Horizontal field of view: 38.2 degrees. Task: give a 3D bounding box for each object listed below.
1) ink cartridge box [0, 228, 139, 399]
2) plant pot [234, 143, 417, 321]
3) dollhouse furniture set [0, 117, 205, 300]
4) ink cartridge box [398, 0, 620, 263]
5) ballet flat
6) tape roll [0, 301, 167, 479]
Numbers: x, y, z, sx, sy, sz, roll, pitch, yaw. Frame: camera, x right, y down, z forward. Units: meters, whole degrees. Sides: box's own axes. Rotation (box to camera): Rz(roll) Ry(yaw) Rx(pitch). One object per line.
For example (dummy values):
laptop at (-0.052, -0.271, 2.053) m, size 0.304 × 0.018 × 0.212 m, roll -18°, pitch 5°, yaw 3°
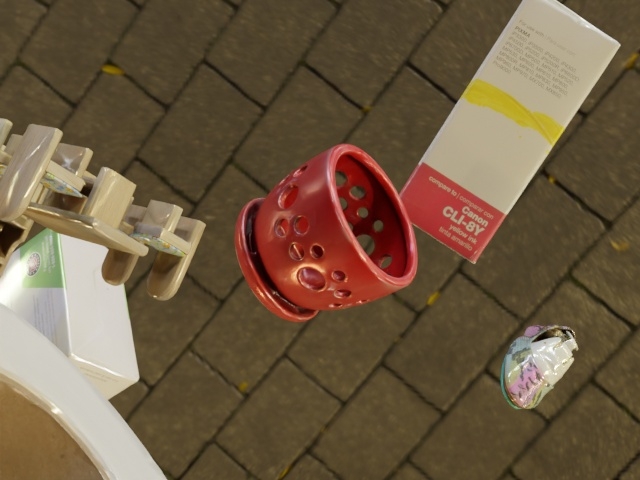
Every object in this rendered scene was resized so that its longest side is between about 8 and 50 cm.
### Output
ink cartridge box at (-0.414, 0.161, 1.202) m, size 0.353 × 0.119 × 0.207 m, roll -32°, pitch 53°, yaw 20°
plant pot at (0.000, 0.000, 1.144) m, size 0.174 × 0.191 × 0.191 m, roll -26°, pitch 92°, yaw 25°
dollhouse furniture set at (-0.287, -0.003, 0.927) m, size 0.242 × 0.212 × 0.161 m, roll 12°, pitch 75°, yaw 37°
ink cartridge box at (0.293, -0.182, 1.466) m, size 0.160 × 0.279 × 0.385 m, roll 33°, pitch 105°, yaw 7°
ballet flat at (0.289, 0.149, 1.187) m, size 0.079 × 0.221 × 0.077 m, roll -27°, pitch 89°, yaw 25°
tape roll at (-0.172, 0.151, 0.382) m, size 0.169 × 0.246 × 0.246 m, roll -39°, pitch 88°, yaw 1°
